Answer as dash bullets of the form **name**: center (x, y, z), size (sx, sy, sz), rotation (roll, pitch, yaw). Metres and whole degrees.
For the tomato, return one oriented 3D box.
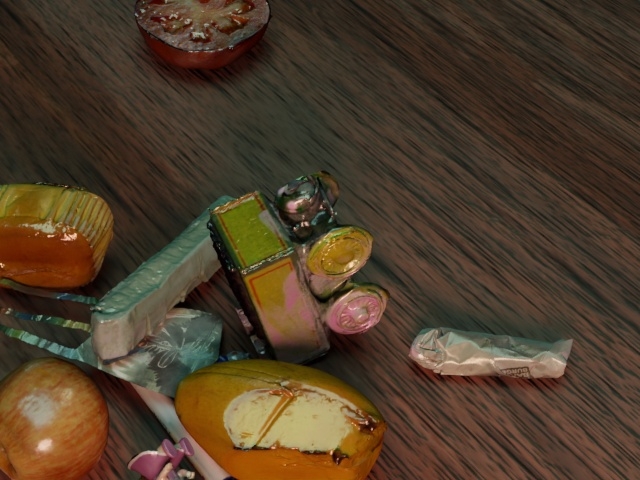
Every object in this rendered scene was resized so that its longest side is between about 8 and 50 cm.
- **tomato**: center (-0.192, -0.350, 2.014), size (0.225, 0.085, 0.225), rotation (3, 45, -3)

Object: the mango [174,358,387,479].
- **mango**: center (-0.051, 0.207, 1.396), size (0.252, 0.126, 0.154), rotation (15, 47, 16)

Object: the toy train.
- **toy train**: center (-0.025, 0.036, 1.493), size (0.177, 0.261, 0.134), rotation (-25, 47, -7)

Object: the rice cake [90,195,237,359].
- **rice cake**: center (-0.188, 0.042, 1.575), size (0.063, 0.066, 0.336), rotation (13, 34, 25)

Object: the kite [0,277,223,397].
- **kite**: center (-0.273, 0.108, 1.534), size (0.310, 0.015, 0.169), rotation (17, 36, 12)

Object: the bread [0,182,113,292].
- **bread**: center (-0.375, 0.000, 1.605), size (0.190, 0.132, 0.114), rotation (3, 43, 8)

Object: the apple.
- **apple**: center (-0.310, 0.208, 1.375), size (0.146, 0.146, 0.131), rotation (32, 40, 28)

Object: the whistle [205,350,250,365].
- **whistle**: center (-0.127, 0.154, 1.523), size (0.083, 0.029, 0.033), rotation (-18, 9, -26)

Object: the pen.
- **pen**: center (-0.182, 0.205, 1.465), size (0.033, 0.033, 0.269), rotation (-26, 50, -26)

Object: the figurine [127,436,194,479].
- **figurine**: center (-0.165, 0.308, 1.331), size (0.095, 0.115, 0.156), rotation (0, 53, -52)

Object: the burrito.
- **burrito**: center (0.211, 0.141, 1.521), size (0.203, 0.064, 0.064), rotation (4, 43, 1)
